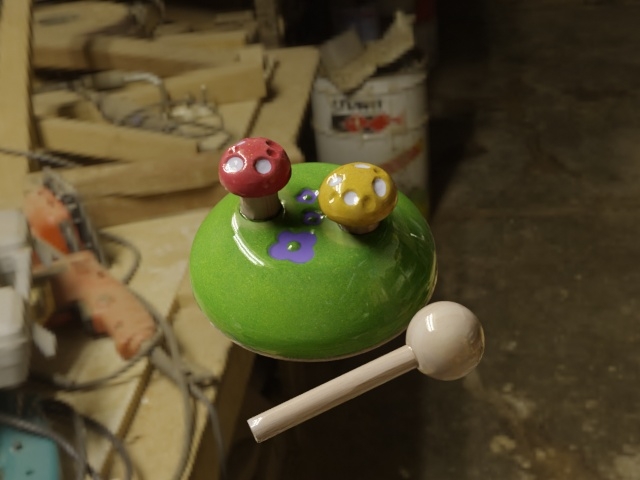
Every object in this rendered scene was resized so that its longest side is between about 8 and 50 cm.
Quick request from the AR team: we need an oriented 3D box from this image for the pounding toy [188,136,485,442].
[{"bbox_3d":[0.000,0.000,0.828,0.183,0.110,0.237,-14,45,-10],"label":"pounding toy"}]
